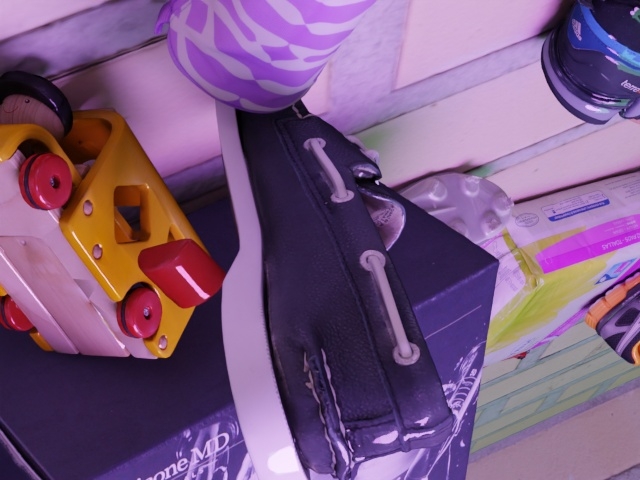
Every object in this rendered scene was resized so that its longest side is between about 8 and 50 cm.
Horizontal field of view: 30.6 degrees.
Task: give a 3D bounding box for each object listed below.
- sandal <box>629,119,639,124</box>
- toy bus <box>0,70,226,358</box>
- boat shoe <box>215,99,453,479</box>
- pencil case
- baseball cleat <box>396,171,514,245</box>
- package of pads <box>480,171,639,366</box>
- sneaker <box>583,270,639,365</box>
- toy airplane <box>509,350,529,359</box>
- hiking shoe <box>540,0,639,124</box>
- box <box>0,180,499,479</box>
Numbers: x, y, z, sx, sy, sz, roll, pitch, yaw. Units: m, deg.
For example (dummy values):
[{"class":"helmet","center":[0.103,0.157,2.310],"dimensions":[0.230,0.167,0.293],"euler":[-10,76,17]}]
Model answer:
[{"class":"sandal","center":[0.327,-0.122,1.001],"dimensions":[0.240,0.088,0.079],"euler":[-22,156,-26]},{"class":"toy bus","center":[-0.140,-0.026,0.628],"dimensions":[0.202,0.191,0.104],"euler":[-51,-167,53]},{"class":"boat shoe","center":[0.000,0.000,0.600],"dimensions":[0.091,0.302,0.114],"euler":[-13,134,2]},{"class":"pencil case","center":[-0.003,-0.144,0.531],"dimensions":[0.088,0.086,0.206],"euler":[20,140,-16]},{"class":"baseball cleat","center":[0.064,-0.009,1.026],"dimensions":[0.206,0.072,0.109],"euler":[-11,171,-26]},{"class":"package of pads","center":[0.227,0.052,1.313],"dimensions":[0.229,0.101,0.296],"euler":[-16,158,-30]},{"class":"sneaker","center":[0.386,0.054,1.263],"dimensions":[0.084,0.083,0.215],"euler":[-9,150,-47]},{"class":"toy airplane","center":[0.304,0.176,1.860],"dimensions":[0.151,0.028,0.151],"euler":[-22,162,-8]},{"class":"hiking shoe","center":[0.306,-0.169,0.809],"dimensions":[0.304,0.113,0.132],"euler":[-22,162,-11]},{"class":"box","center":[-0.067,0.156,0.827],"dimensions":[0.343,0.179,0.312],"euler":[-26,134,-32]}]
